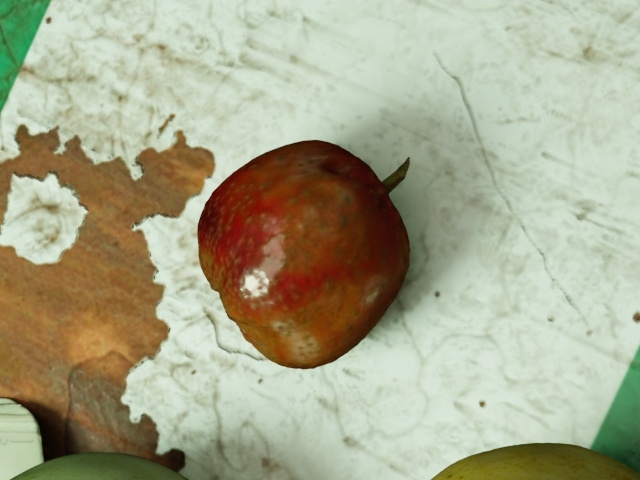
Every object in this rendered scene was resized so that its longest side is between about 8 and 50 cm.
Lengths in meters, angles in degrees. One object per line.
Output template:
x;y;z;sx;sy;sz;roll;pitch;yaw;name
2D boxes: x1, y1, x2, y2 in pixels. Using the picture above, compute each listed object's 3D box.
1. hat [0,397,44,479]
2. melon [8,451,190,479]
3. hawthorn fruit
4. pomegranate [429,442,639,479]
-0.357;0.252;1.467;0.226;0.164;0.219;-20;76;38;hat
-0.207;0.325;1.325;0.330;0.268;0.268;-44;70;20;melon
0.000;0.000;1.341;0.200;0.179;0.179;-36;71;-8;hawthorn fruit
0.164;0.273;1.188;0.264;0.264;0.264;-3;83;22;pomegranate
